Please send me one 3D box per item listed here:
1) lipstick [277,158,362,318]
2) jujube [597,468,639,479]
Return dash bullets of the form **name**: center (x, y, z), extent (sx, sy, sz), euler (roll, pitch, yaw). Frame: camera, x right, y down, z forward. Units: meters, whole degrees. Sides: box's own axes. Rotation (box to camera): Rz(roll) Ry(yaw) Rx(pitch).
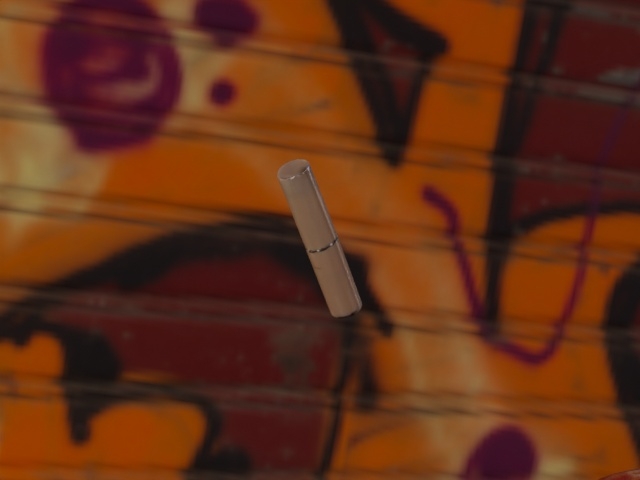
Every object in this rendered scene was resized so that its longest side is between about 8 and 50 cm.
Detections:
- **lipstick**: center (0.000, 0.000, 0.947), extent (0.019, 0.094, 0.019), euler (-14, 34, 10)
- **jujube**: center (0.311, 0.326, 1.807), extent (0.290, 0.197, 0.197), euler (7, 8, -38)
